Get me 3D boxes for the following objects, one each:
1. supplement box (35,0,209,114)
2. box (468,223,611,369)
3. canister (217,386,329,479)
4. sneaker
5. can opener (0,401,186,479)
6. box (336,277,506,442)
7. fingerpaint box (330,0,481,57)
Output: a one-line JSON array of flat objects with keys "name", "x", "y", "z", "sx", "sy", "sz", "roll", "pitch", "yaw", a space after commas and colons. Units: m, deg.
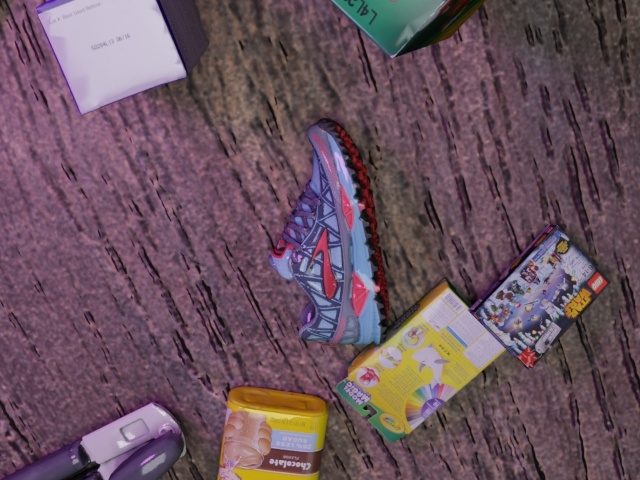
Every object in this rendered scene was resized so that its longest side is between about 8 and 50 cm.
[{"name": "supplement box", "x": -0.189, "y": -0.212, "z": 1.279, "sx": 0.111, "sy": 0.220, "sz": 0.114, "roll": -19, "pitch": 106, "yaw": 7}, {"name": "box", "x": 0.244, "y": 0.062, "z": 1.432, "sx": 0.094, "sy": 0.027, "sz": 0.137, "roll": 44, "pitch": 85, "yaw": -12}, {"name": "canister", "x": -0.060, "y": 0.263, "z": 1.493, "sx": 0.126, "sy": 0.073, "sz": 0.170, "roll": 8, "pitch": 105, "yaw": -2}, {"name": "sneaker", "x": 0.000, "y": 0.000, "z": 1.399, "sx": 0.125, "sy": 0.104, "sz": 0.262, "roll": -8, "pitch": 106, "yaw": 6}, {"name": "can opener", "x": -0.286, "y": 0.280, "z": 1.490, "sx": 0.283, "sy": 0.095, "sz": 0.076, "roll": -27, "pitch": 103, "yaw": 8}, {"name": "box", "x": 0.113, "y": 0.140, "z": 1.470, "sx": 0.179, "sy": 0.043, "sz": 0.105, "roll": -42, "pitch": 102, "yaw": 9}, {"name": "fingerpaint box", "x": -0.020, "y": -0.368, "z": 1.108, "sx": 0.445, "sy": 0.371, "sz": 0.163, "roll": 44, "pitch": 107, "yaw": 1}]
